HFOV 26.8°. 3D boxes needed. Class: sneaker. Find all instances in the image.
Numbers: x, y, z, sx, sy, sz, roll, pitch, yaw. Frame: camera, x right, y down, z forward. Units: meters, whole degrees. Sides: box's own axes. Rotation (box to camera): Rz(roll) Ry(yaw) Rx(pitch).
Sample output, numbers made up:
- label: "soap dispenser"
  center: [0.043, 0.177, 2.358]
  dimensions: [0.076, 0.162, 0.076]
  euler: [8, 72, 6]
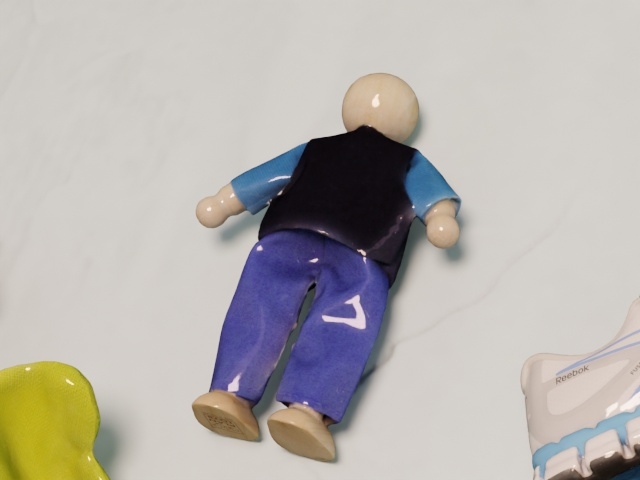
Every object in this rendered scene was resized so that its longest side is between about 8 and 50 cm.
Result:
- label: "sneaker"
  center: [0.162, 0.040, 0.507]
  dimensions: [0.191, 0.071, 0.083]
  euler: [-19, 48, 8]

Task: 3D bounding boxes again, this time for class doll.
- label: "doll"
  center: [0.000, 0.000, 0.609]
  dimensions: [0.129, 0.046, 0.189]
  euler: [10, 63, 25]

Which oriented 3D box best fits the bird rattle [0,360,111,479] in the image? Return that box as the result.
- label: "bird rattle"
  center: [-0.218, 0.088, 0.593]
  dimensions: [0.253, 0.143, 0.207]
  euler: [35, 92, 38]
